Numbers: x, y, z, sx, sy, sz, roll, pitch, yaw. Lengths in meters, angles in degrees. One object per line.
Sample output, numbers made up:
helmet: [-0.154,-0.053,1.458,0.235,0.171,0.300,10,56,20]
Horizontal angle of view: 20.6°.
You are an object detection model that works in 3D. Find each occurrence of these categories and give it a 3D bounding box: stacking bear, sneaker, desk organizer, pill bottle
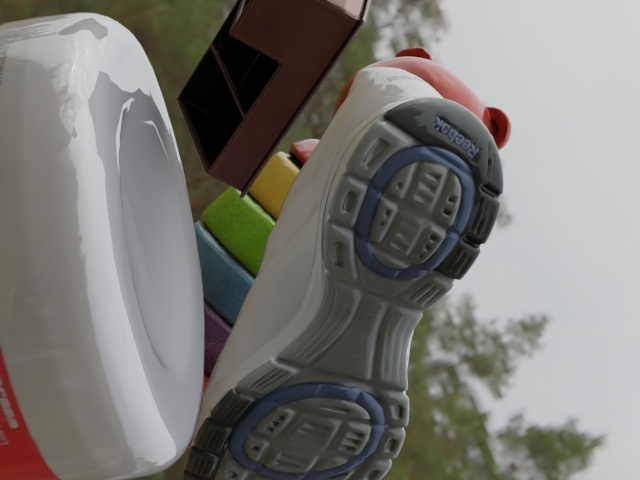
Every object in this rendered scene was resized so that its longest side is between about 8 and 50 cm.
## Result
stacking bear: [0.000,0.000,1.180,0.175,0.289,0.164,44,5,36]
sneaker: [0.007,0.037,0.998,0.297,0.111,0.129,-61,-159,20]
desk organizer: [-0.027,-0.086,0.852,0.130,0.050,0.047,-53,-165,40]
pill bottle: [-0.277,0.028,0.871,0.229,0.408,0.229,-8,90,-83]
